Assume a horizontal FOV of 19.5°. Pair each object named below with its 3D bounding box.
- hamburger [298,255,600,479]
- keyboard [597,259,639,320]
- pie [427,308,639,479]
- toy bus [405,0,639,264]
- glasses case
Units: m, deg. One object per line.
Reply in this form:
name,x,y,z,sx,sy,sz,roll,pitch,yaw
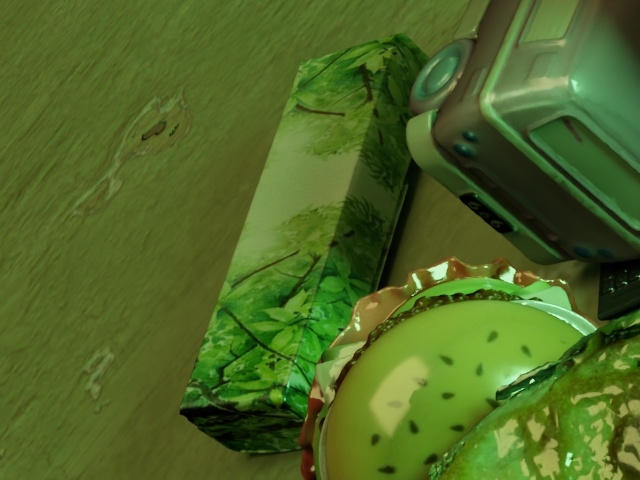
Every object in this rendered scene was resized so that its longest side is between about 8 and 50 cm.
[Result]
hamburger,0.074,0.093,0.857,0.175,0.175,0.137,-54,2,-2
keyboard,0.222,-0.019,0.937,0.202,0.011,0.067,-28,38,36
pie,0.175,0.137,0.700,0.302,0.067,0.302,-11,60,19
toy bus,0.153,-0.101,0.984,0.142,0.142,0.202,-19,40,54
glasses case,0.000,0.000,1.176,0.095,0.062,0.272,-10,51,42
